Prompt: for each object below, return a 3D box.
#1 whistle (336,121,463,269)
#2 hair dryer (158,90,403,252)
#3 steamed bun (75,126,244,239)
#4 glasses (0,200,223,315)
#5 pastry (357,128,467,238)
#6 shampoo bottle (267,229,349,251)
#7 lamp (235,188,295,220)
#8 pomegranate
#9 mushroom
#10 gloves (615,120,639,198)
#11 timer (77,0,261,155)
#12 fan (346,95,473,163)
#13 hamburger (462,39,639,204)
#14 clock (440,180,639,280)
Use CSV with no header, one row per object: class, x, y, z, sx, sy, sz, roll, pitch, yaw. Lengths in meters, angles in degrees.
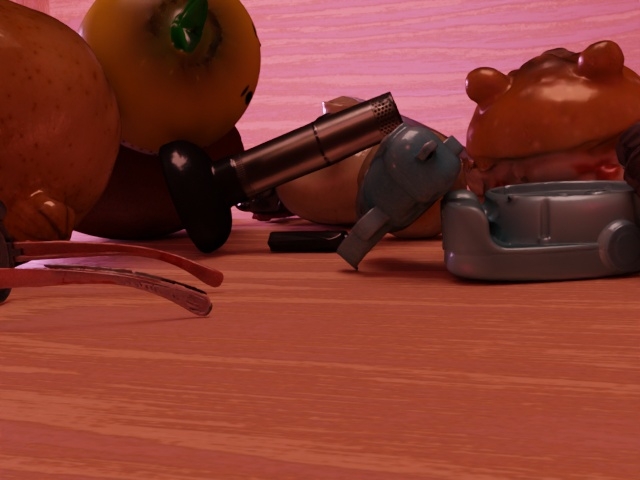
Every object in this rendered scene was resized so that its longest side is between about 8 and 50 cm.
whistle,0.090,-0.061,1.601,0.186,0.093,0.274,-43,-5,-18
hair dryer,-0.043,-0.099,1.941,0.320,0.155,0.284,-21,-8,-2
steamed bun,-0.316,-0.127,2.140,0.379,0.248,0.235,16,6,-13
glasses,-0.240,0.014,1.433,0.268,0.118,0.234,-3,5,0
pastry,0.125,-0.075,1.918,0.156,0.156,0.092,-1,12,18
shampoo bottle,0.000,0.000,1.838,0.137,0.027,0.048,-1,7,19
lamp,-0.056,-0.093,2.343,0.118,0.118,0.253,0,3,25
pomegranate,-0.428,-0.117,1.775,0.410,0.410,0.410,-3,6,0
mushroom,0.045,-0.122,2.169,0.246,0.202,0.246,-12,12,2
gloves,0.397,-0.033,1.385,0.142,0.119,0.285,-25,33,-4
timer,-0.199,-0.262,1.925,0.285,0.285,0.285,-3,6,0
fan,0.213,-0.141,2.274,0.415,0.012,0.233,26,0,-28
hamburger,0.303,-0.129,1.774,0.276,0.236,0.276,-17,14,4
clock,0.269,-0.016,1.549,0.274,0.094,0.223,-4,7,3
